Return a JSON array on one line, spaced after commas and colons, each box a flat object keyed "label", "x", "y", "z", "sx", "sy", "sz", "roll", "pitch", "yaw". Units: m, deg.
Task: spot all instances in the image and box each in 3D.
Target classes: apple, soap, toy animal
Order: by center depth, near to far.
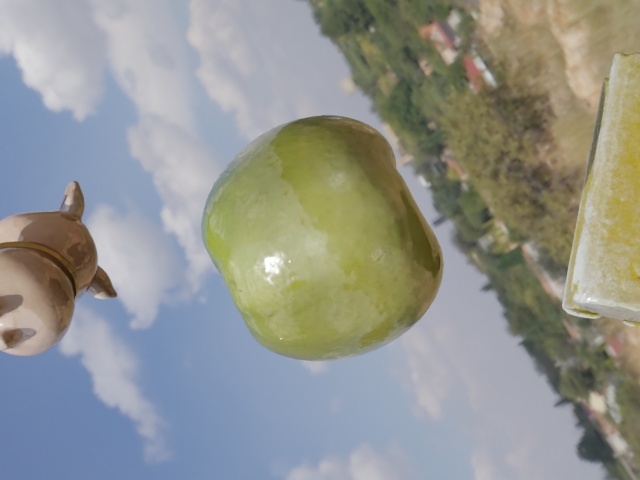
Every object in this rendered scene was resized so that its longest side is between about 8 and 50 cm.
[{"label": "apple", "x": 0.000, "y": 0.000, "z": 1.251, "sx": 0.292, "sy": 0.254, "sz": 0.292, "roll": 60, "pitch": 177, "yaw": 5}, {"label": "soap", "x": 0.470, "y": -0.049, "z": 1.283, "sx": 0.156, "sy": 0.293, "sz": 0.335, "roll": 54, "pitch": -131, "yaw": -78}, {"label": "toy animal", "x": -0.360, "y": 0.049, "z": 1.301, "sx": 0.248, "sy": 0.149, "sz": 0.165, "roll": -69, "pitch": -21, "yaw": -60}]
